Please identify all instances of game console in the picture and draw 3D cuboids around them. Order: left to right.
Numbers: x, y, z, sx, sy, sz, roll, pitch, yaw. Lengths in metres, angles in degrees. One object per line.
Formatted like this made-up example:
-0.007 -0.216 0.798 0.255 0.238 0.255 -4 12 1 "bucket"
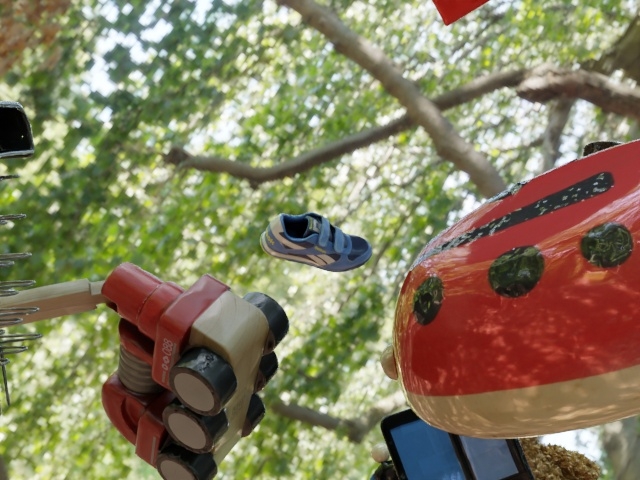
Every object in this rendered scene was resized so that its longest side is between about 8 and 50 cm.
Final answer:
0.157 0.246 1.060 0.085 0.144 0.124 -4 -24 -44 "game console"

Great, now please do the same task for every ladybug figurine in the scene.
0.247 0.030 0.869 0.449 0.305 0.162 -25 -68 17 "ladybug figurine"

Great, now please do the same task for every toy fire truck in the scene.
-0.184 0.114 0.895 0.246 0.158 0.217 30 -44 14 "toy fire truck"

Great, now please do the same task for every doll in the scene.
0.137 0.470 1.726 0.129 0.189 0.046 -26 -14 23 "doll"

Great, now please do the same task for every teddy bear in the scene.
0.366 0.437 1.594 0.338 0.245 0.113 39 5 22 "teddy bear"

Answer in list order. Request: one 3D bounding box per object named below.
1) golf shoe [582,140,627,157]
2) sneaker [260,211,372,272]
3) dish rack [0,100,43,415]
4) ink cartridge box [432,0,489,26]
0.555 -0.133 1.604 0.198 0.094 0.077 16 -66 21 "golf shoe"
0.000 0.000 1.158 0.144 0.053 0.059 8 -42 -15 "sneaker"
-0.261 0.039 0.665 0.074 0.272 0.208 -5 8 4 "dish rack"
0.257 -0.526 1.447 0.261 0.296 0.066 61 15 3 "ink cartridge box"
